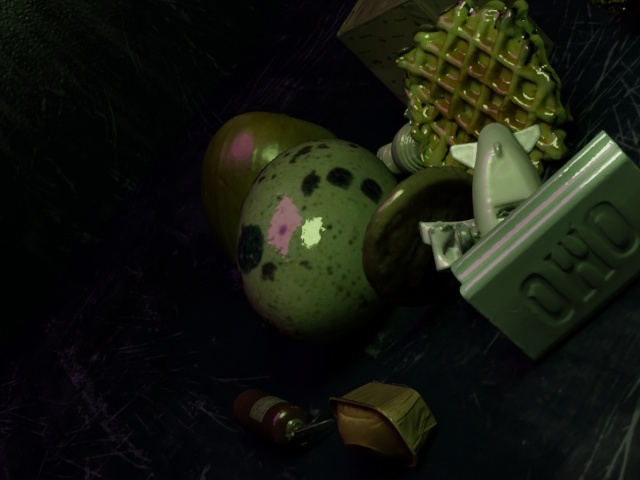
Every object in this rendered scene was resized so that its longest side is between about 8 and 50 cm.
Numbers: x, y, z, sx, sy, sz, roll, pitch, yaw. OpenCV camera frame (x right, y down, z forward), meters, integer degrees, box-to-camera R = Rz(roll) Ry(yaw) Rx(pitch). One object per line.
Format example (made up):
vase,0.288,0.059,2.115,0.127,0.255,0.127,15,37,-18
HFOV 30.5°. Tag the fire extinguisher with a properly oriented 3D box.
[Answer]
fire extinguisher,-0.057,0.284,1.883,0.099,0.071,0.231,-27,14,-24

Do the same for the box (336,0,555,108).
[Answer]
box,0.225,-0.350,2.084,0.225,0.297,0.190,-17,35,53

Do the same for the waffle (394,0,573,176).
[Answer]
waffle,0.259,-0.226,1.879,0.297,0.317,0.073,-18,1,43

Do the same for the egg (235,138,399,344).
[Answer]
egg,0.000,0.000,1.934,0.287,0.287,0.379,-30,25,39

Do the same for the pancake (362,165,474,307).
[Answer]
pancake,0.165,-0.002,1.729,0.242,0.242,0.050,-50,48,-3

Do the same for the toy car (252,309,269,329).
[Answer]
toy car,-0.066,0.081,2.181,0.191,0.100,0.097,-36,29,40

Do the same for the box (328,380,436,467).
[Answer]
box,0.081,0.254,1.619,0.111,0.111,0.177,-57,23,-18

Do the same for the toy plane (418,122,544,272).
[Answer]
toy plane,0.266,-0.039,1.627,0.267,0.267,0.122,-50,-19,-3

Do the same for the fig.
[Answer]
fig,-0.099,-0.093,2.319,0.316,0.316,0.316,-40,23,21

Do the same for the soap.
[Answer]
soap,0.317,0.011,1.489,0.265,0.160,0.087,-42,23,14

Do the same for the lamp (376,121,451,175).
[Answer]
lamp,0.164,-0.162,2.151,0.106,0.106,0.193,-56,15,-16

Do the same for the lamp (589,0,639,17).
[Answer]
lamp,0.493,-0.447,1.831,0.196,0.223,0.223,-56,23,-13
